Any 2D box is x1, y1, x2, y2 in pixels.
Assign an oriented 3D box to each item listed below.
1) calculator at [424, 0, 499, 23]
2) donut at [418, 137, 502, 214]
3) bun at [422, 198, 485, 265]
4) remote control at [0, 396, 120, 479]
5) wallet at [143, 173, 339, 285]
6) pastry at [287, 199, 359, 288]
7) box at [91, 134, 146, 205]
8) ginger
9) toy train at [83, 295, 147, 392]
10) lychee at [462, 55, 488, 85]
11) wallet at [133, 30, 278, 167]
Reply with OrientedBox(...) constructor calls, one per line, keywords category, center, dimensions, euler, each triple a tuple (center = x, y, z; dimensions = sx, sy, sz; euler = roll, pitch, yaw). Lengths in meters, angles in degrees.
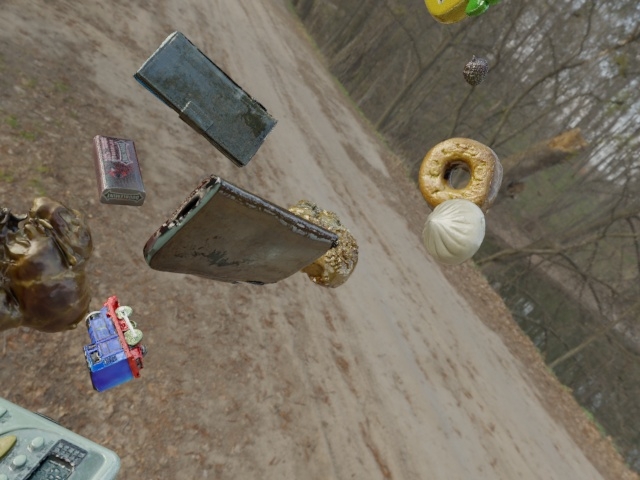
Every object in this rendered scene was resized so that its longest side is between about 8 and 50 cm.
OrientedBox(category="calculator", center=(0.198, -0.357, 0.628), dimensions=(0.032, 0.146, 0.235), euler=(29, 41, -31))
OrientedBox(category="donut", center=(0.371, -0.164, 1.290), dimensions=(0.226, 0.226, 0.114), euler=(47, 11, 19))
OrientedBox(category="bun", center=(0.251, -0.023, 0.968), dimensions=(0.094, 0.138, 0.138), euler=(18, 27, -26))
OrientedBox(category="remote control", center=(-0.392, 0.244, 0.556), dimensions=(0.296, 0.056, 0.140), euler=(26, 24, 2))
OrientedBox(category="wallet", center=(-0.087, 0.006, 0.580), dimensions=(0.255, 0.137, 0.031), euler=(24, 33, -59))
OrientedBox(category="pastry", center=(0.000, 0.000, 1.307), dimensions=(0.255, 0.162, 0.311), euler=(43, 9, -4))
OrientedBox(category="box", center=(-0.573, -0.199, 1.369), dimensions=(0.120, 0.069, 0.224), euler=(4, 47, -34))
OrientedBox(category="ginger", center=(-0.572, 0.049, 0.857), dimensions=(0.357, 0.274, 0.152), euler=(6, 28, -43))
OrientedBox(category="toy train", center=(-0.477, 0.230, 1.104), dimensions=(0.131, 0.083, 0.204), euler=(-20, 44, -24))
OrientedBox(category="lychee", center=(0.446, -0.488, 1.388), dimensions=(0.068, 0.083, 0.067), euler=(-19, 26, -37))
OrientedBox(category="wallet", center=(-0.263, -0.332, 1.148), dimensions=(0.317, 0.169, 0.044), euler=(39, -24, -20))
